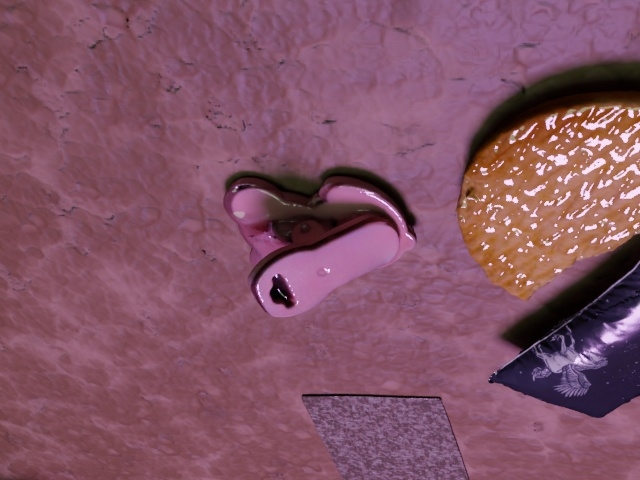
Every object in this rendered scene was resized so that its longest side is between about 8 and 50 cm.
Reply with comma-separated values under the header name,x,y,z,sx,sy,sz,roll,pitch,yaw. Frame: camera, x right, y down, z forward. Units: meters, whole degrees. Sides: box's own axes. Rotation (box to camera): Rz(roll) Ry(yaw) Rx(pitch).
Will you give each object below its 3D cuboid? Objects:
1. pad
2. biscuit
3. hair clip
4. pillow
name,x,y,z,sx,sy,sz,roll,pitch,yaw
pad,0.082,0.242,1.023,0.158,0.003,0.235,-2,136,21
biscuit,0.178,-0.039,0.650,0.144,0.033,0.224,31,138,-13
hair clip,-0.003,-0.007,0.752,0.138,0.102,0.123,-30,130,2
pillow,0.250,0.092,0.755,0.141,0.055,0.208,24,140,-18
